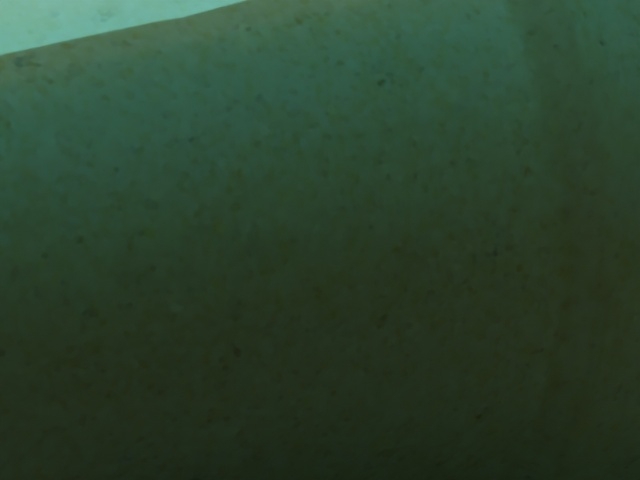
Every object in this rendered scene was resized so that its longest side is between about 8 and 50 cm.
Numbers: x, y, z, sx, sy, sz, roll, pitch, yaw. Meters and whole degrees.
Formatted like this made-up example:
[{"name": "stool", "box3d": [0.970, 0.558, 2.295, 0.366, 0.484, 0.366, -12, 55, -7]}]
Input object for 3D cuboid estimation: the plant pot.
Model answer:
[{"name": "plant pot", "box3d": [-0.067, -0.005, 0.506, 0.306, 0.333, 0.334, -13, 17, -30]}]
